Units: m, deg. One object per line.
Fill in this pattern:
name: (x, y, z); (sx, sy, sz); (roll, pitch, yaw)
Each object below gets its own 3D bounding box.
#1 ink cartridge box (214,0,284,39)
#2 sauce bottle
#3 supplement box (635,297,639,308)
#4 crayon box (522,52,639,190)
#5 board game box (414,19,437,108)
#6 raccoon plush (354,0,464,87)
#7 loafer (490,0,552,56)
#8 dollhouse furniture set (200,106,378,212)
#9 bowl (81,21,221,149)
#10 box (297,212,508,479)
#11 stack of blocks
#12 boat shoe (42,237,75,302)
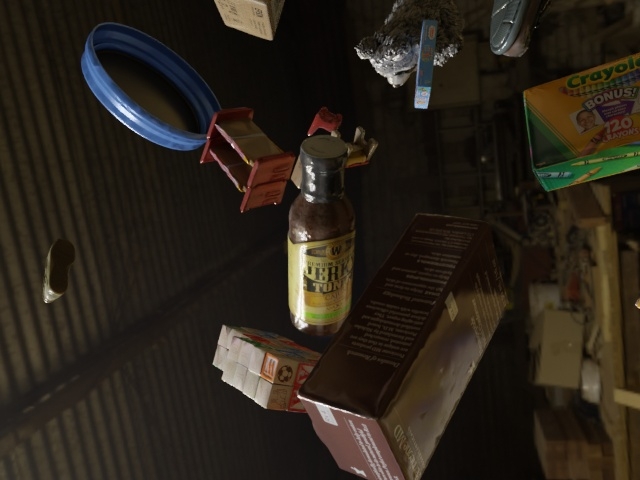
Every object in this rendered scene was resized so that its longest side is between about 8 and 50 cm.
ink cartridge box: (-0.082, -0.413, 0.971); (0.235, 0.088, 0.193); (-106, 36, -84)
sauce bottle: (0.000, 0.000, 1.077); (0.111, 0.111, 0.344); (-80, -8, -52)
supplement box: (0.714, 0.133, 1.264); (0.078, 0.080, 0.233); (-66, 25, 3)
crayon box: (0.479, -0.199, 1.080); (0.081, 0.278, 0.165); (38, -134, -47)
board game box: (0.260, -0.431, 1.675); (0.211, 0.039, 0.160); (17, -102, -84)
raccoon plush: (0.225, -0.657, 1.884); (0.299, 0.216, 0.446); (-13, -87, -47)
loafer: (0.291, -0.360, 0.877); (0.096, 0.084, 0.268); (165, 119, -75)
dollhouse furniture set: (-0.074, -0.217, 1.660); (0.201, 0.374, 0.152); (50, 136, 29)
bowl: (-0.428, -0.389, 1.730); (0.391, 0.077, 0.391); (36, -153, -22)
box: (0.141, 0.152, 1.013); (0.381, 0.143, 0.191); (-52, -45, -32)
stack of blocks: (-0.096, 0.239, 1.290); (0.171, 0.297, 0.087); (16, -92, -34)
boat shoe: (-0.552, 0.060, 1.416); (0.056, 0.048, 0.153); (28, -144, -37)
